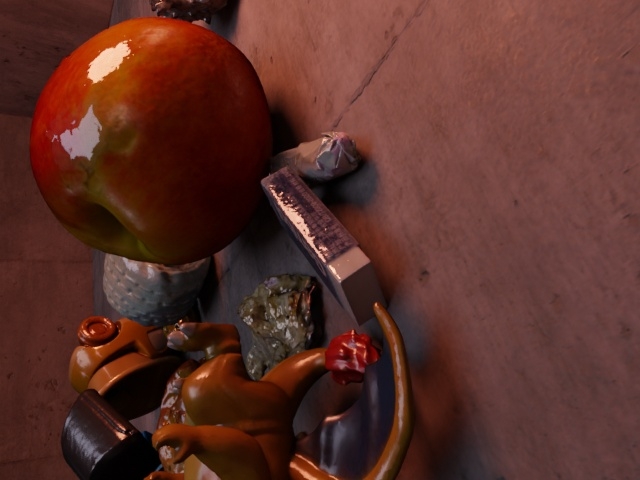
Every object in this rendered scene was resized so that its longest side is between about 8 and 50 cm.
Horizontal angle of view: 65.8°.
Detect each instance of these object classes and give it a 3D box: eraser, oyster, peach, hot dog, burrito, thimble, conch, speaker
[{"bbox_3d":[0.000,0.000,0.593,0.212,0.046,0.092,51,169,44],"label":"eraser"},{"bbox_3d":[-0.069,0.132,0.714,0.163,0.081,0.191,35,121,49],"label":"oyster"},{"bbox_3d":[-0.243,-0.157,0.778,0.388,0.387,0.389,-8,80,58],"label":"peach"},{"bbox_3d":[-0.204,0.342,0.875,0.196,0.122,0.273,-44,49,35],"label":"hot dog"},{"bbox_3d":[-0.014,-0.103,0.661,0.203,0.064,0.064,-7,82,61],"label":"burrito"},{"bbox_3d":[-0.349,0.047,1.056,0.250,0.204,0.172,59,135,40],"label":"thimble"},{"bbox_3d":[-0.266,-0.580,1.019,0.240,0.186,0.313,-18,50,29],"label":"conch"},{"bbox_3d":[-0.424,0.509,1.024,0.180,0.184,0.389,23,140,33],"label":"speaker"},{"bbox_3d":[-0.349,0.150,1.180,0.115,0.072,0.269,-63,37,21],"label":"hot dog"}]

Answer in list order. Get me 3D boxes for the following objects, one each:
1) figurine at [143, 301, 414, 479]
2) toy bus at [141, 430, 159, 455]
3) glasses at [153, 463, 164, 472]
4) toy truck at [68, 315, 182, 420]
[{"bbox_3d":[-0.047,0.274,0.484,0.401,0.267,0.388,-50,45,41],"label":"figurine"},{"bbox_3d":[-0.443,0.591,1.252,0.185,0.106,0.090,51,172,47],"label":"toy bus"},{"bbox_3d":[-0.286,0.446,0.999,0.207,0.102,0.239,117,159,-45],"label":"glasses"},{"bbox_3d":[-0.466,0.292,1.189,0.211,0.287,0.205,38,122,24],"label":"toy truck"}]
